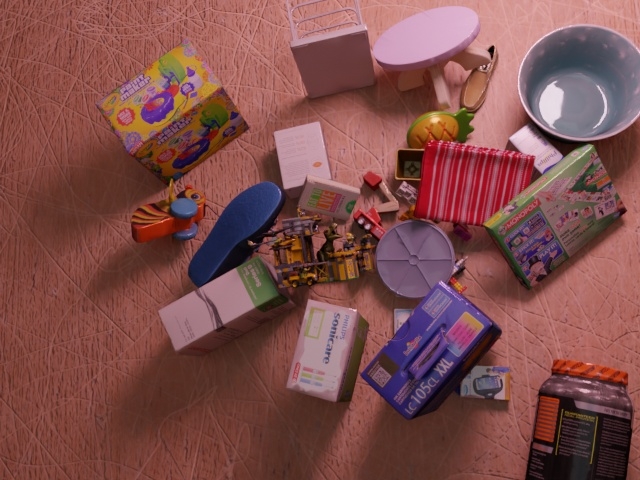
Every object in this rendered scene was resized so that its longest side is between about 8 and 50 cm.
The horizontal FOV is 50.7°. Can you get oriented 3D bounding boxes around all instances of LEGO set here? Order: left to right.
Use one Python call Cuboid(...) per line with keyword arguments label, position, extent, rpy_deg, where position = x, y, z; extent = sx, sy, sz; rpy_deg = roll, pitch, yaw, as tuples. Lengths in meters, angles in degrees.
Cuboid(label="LEGO set", position=(0.000, 0.000, 1.656), extent=(0.255, 0.331, 0.192), rpy_deg=(-9, 91, 22))
Cuboid(label="LEGO set", position=(0.272, -0.066, 1.743), extent=(0.227, 0.093, 0.087), rpy_deg=(34, 121, -11))
Cuboid(label="LEGO set", position=(0.279, 0.128, 1.713), extent=(0.183, 0.060, 0.244), rpy_deg=(0, 78, 7))

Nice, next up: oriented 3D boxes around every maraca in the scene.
Cuboid(label="maraca", position=(0.316, -0.287, 1.775), extent=(0.186, 0.127, 0.099), rpy_deg=(-15, 48, -2))

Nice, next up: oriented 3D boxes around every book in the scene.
Cuboid(label="book", position=(0.019, -0.110, 1.769), extent=(0.144, 0.096, 0.035), rpy_deg=(13, 36, -12))

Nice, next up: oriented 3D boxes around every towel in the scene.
Cuboid(label="towel", position=(0.373, -0.131, 1.649), extent=(0.275, 0.031, 0.198), rpy_deg=(7, 108, -4))

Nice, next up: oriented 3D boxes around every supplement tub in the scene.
Cuboid(label="supplement tub", position=(0.581, 0.449, 1.514), extent=(0.207, 0.207, 0.337), rpy_deg=(11, 80, 11))

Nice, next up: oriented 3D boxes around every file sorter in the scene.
Cuboid(label="file sorter", position=(0.027, -0.531, 1.791), extent=(0.193, 0.277, 0.173), rpy_deg=(-12, 74, 6))

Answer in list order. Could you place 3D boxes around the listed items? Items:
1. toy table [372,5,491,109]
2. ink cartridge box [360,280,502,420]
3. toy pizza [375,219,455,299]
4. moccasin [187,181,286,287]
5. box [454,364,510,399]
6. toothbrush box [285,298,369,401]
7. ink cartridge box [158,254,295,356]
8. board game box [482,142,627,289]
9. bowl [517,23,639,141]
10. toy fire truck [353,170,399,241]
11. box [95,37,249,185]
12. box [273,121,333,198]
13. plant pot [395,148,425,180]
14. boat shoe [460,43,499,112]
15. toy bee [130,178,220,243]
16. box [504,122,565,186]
Cuboid(label="toy table", position=(0.295, -0.484, 1.767), extent=(0.274, 0.161, 0.252), rpy_deg=(-1, 61, 30))
Cuboid(label="ink cartridge box", position=(0.252, 0.245, 1.494), extent=(0.151, 0.395, 0.270), rpy_deg=(41, 95, 22))
Cuboid(label="toy pizza", position=(0.238, 0.048, 1.704), extent=(0.201, 0.032, 0.201), rpy_deg=(0, 90, 18))
Cuboid(label="moccasin", position=(-0.212, -0.017, 1.767), extent=(0.342, 0.117, 0.137), rpy_deg=(-44, 63, 14))
Cuboid(label="box", position=(0.395, 0.347, 1.659), extent=(0.136, 0.028, 0.081), rpy_deg=(1, 78, 7))
Cuboid(label="toothbrush box", position=(0.025, 0.268, 1.603), extent=(0.122, 0.283, 0.206), rpy_deg=(12, 80, 11))
Cuboid(label="ink cartridge box", position=(-0.230, 0.171, 1.701), extent=(0.289, 0.211, 0.121), rpy_deg=(-29, 75, 1))
Cuboid(label="board game box", position=(0.576, -0.056, 1.651), extent=(0.317, 0.046, 0.213), rpy_deg=(-38, 113, -2))
Cuboid(label="bowl", position=(0.649, -0.369, 1.714), extent=(0.312, 0.163, 0.311), rpy_deg=(-2, 77, 8))
Cuboid(label="toy fire truck", position=(0.160, -0.076, 1.783), extent=(0.192, 0.047, 0.135), rpy_deg=(41, 85, 14))
Cuboid(label="box", position=(-0.384, -0.332, 1.807), extent=(0.290, 0.279, 0.177), rpy_deg=(-36, 74, 0))
Cuboid(label="box", position=(-0.043, -0.214, 1.823), extent=(0.130, 0.091, 0.170), rpy_deg=(-12, 75, 6))
Cuboid(label="plant pot", position=(0.241, -0.193, 1.775), extent=(0.082, 0.083, 0.081), rpy_deg=(3, 88, 10))
Cuboid(label="boat shoe", position=(0.425, -0.439, 1.812), extent=(0.068, 0.072, 0.189), rpy_deg=(19, 81, 12))
Cuboid(label="toy bee", position=(-0.372, -0.076, 1.827), extent=(0.195, 0.298, 0.162), rpy_deg=(-61, 41, 27))
Cuboid(label="box", position=(0.539, -0.209, 1.714), extent=(0.072, 0.126, 0.137), rpy_deg=(-38, 75, -2))
